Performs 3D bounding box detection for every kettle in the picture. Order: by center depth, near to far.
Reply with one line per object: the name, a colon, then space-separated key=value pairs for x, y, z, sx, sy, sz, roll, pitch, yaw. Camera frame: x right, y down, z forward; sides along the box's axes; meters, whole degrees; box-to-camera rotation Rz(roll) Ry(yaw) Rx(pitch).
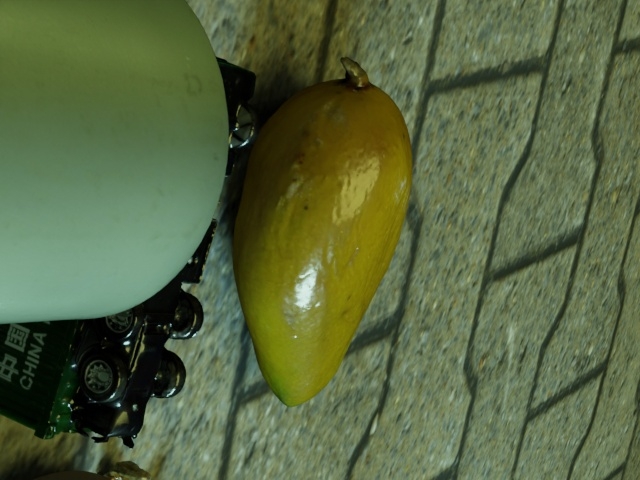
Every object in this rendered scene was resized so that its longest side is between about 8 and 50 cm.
kettle: x=-0.206 y=-0.081 z=0.701 sx=0.318 sy=0.205 sz=0.265 roll=-4 pitch=114 yaw=-58

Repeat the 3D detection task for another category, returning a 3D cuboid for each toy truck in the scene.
toy truck: x=-0.131 y=-0.002 z=0.974 sx=0.088 sy=0.121 sz=0.259 roll=6 pitch=102 yaw=-61

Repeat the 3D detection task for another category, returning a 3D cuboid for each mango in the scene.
mango: x=0.000 y=0.000 z=1.224 sx=0.176 sy=0.119 sz=0.317 roll=-49 pitch=152 yaw=-50

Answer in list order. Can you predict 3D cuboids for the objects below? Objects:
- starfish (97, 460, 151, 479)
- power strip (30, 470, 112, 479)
starfish: x=-0.158 y=0.259 z=1.197 sx=0.150 sy=0.053 sz=0.209 roll=-42 pitch=148 yaw=-23
power strip: x=-0.176 y=0.238 z=1.047 sx=0.154 sy=0.078 sz=0.154 roll=-20 pitch=126 yaw=-29
